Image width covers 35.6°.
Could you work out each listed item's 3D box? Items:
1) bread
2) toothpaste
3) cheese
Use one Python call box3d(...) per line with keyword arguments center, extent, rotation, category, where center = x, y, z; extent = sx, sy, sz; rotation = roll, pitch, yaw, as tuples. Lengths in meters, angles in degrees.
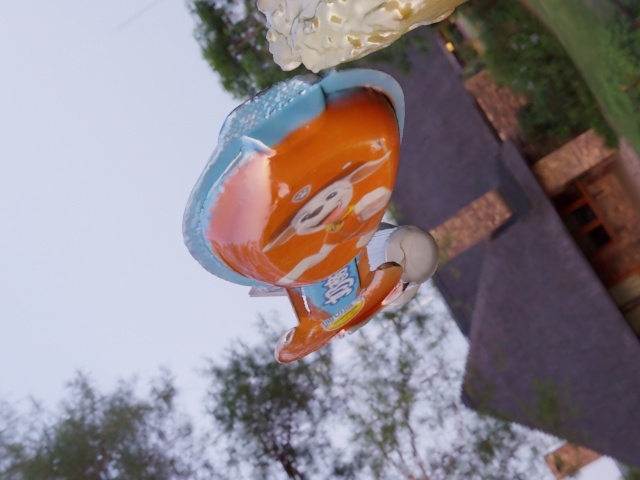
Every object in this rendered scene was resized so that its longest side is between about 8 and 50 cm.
box3d(center=(0.060, -0.120, 0.328), extent=(0.136, 0.154, 0.054), rotation=(-37, -90, -41), category="bread")
box3d(center=(0.021, 0.030, 0.808), extent=(0.099, 0.068, 0.282), rotation=(33, 163, -9), category="toothpaste")
box3d(center=(0.000, 0.000, 0.452), extent=(0.037, 0.106, 0.256), rotation=(52, 172, 25), category="cheese")
